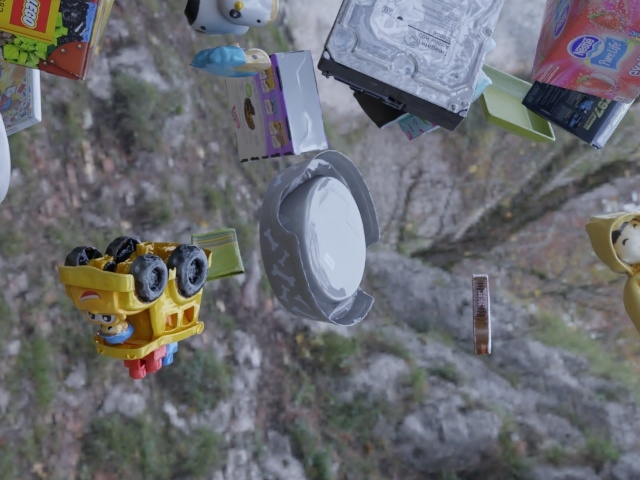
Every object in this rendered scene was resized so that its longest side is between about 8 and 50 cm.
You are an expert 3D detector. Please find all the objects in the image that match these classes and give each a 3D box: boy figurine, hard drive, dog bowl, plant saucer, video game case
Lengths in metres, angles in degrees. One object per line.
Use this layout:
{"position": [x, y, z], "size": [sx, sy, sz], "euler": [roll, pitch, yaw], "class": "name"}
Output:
{"position": [0.463, 0.055, 1.297], "size": [0.285, 0.177, 0.092], "euler": [43, -4, 2], "class": "boy figurine"}
{"position": [0.156, -0.362, 1.578], "size": [0.064, 0.237, 0.338], "euler": [126, -14, -69], "class": "hard drive"}
{"position": [0.000, 0.000, 2.029], "size": [0.349, 0.102, 0.348], "euler": [21, 65, -57], "class": "dog bowl"}
{"position": [0.420, -0.300, 2.292], "size": [0.045, 0.189, 0.188], "euler": [-51, -148, 38], "class": "plant saucer"}
{"position": [-0.689, -0.314, 2.184], "size": [0.026, 0.206, 0.226], "euler": [43, 32, -57], "class": "video game case"}

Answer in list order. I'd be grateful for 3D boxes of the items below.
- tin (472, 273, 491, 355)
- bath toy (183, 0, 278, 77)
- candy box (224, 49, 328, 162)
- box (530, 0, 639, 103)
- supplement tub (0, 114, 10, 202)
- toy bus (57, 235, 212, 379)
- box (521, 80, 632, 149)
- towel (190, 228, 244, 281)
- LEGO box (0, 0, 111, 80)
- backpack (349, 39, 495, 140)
{"position": [0.335, 0.153, 2.126], "size": [0.106, 0.040, 0.189], "euler": [83, 11, -47], "class": "tin"}
{"position": [-0.142, -0.420, 1.500], "size": [0.129, 0.152, 0.348], "euler": [2, 82, -72], "class": "bath toy"}
{"position": [-0.079, -0.221, 1.718], "size": [0.196, 0.070, 0.164], "euler": [0, -78, 59], "class": "candy box"}
{"position": [0.388, -0.303, 1.317], "size": [0.300, 0.154, 0.142], "euler": [109, -5, -78], "class": "box"}
{"position": [-0.675, -0.132, 1.605], "size": [0.228, 0.316, 0.228], "euler": [26, -57, 49], "class": "supplement tub"}
{"position": [-0.271, 0.108, 1.503], "size": [0.220, 0.150, 0.211], "euler": [-15, 111, -61], "class": "toy bus"}
{"position": [0.536, -0.322, 2.022], "size": [0.183, 0.232, 0.059], "euler": [39, 14, 36], "class": "box"}
{"position": [-0.224, 0.028, 2.196], "size": [0.237, 0.102, 0.021], "euler": [-114, -168, -67], "class": "towel"}
{"position": [-0.516, -0.479, 1.666], "size": [0.500, 0.373, 0.193], "euler": [-97, -156, -59], "class": "LEGO box"}
{"position": [0.215, -0.326, 1.968], "size": [0.191, 0.253, 0.225], "euler": [46, -19, -8], "class": "backpack"}
